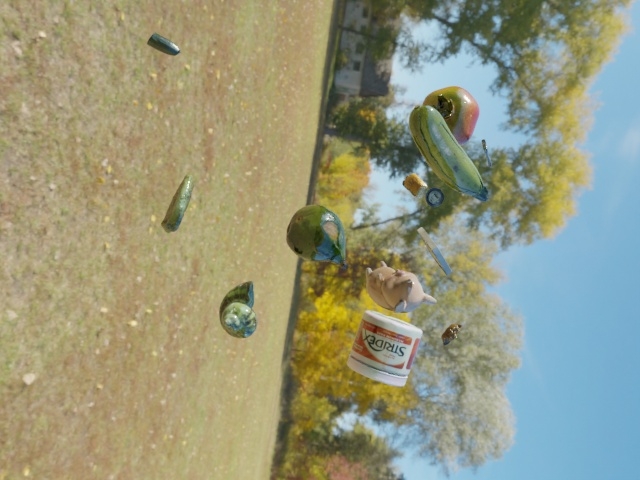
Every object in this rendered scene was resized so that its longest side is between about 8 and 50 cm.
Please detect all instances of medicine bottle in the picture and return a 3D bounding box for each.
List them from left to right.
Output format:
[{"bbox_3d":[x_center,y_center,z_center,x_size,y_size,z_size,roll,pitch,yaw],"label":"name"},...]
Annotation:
[{"bbox_3d":[0.261,0.432,2.126,0.252,0.252,0.241,95,14,-88],"label":"medicine bottle"}]

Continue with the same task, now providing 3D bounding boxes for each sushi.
[{"bbox_3d":[0.585,0.417,2.334,0.118,0.061,0.060,-62,-142,15],"label":"sushi"}]

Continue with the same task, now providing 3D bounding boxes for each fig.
[{"bbox_3d":[0.000,0.000,1.775,0.245,0.195,0.195,52,19,-19],"label":"fig"}]

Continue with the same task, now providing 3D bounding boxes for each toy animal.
[{"bbox_3d":[0.260,0.175,1.838,0.250,0.166,0.154,25,-41,62],"label":"toy animal"}]

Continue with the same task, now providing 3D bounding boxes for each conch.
[{"bbox_3d":[-0.276,0.235,1.762,0.181,0.124,0.187,-146,-120,-73],"label":"conch"}]

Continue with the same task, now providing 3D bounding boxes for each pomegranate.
[{"bbox_3d":[0.458,-0.452,1.893,0.256,0.221,0.221,15,83,-66],"label":"pomegranate"}]

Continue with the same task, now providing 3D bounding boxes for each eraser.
[{"bbox_3d":[0.359,0.033,1.652,0.150,0.023,0.104,50,8,-43],"label":"eraser"}]

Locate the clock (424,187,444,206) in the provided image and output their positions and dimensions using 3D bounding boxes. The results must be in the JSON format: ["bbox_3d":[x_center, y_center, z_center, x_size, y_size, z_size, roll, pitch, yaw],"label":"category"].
[{"bbox_3d":[0.491,-0.186,2.262,0.017,0.085,0.085,-156,-105,-83],"label":"clock"}]

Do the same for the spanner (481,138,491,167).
[{"bbox_3d":[0.631,-0.328,1.988,0.254,0.015,0.054,17,61,-67],"label":"spanner"}]

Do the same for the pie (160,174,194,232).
[{"bbox_3d":[-0.613,-0.157,2.288,0.277,0.078,0.277,-50,-156,32],"label":"pie"}]

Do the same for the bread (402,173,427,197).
[{"bbox_3d":[0.380,-0.226,2.123,0.072,0.053,0.106,-51,-135,16],"label":"bread"}]

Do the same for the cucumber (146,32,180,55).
[{"bbox_3d":[-0.510,-0.638,1.718,0.048,0.105,0.048,-58,-164,27],"label":"cucumber"}]

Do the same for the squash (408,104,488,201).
[{"bbox_3d":[0.322,-0.201,1.322,0.094,0.341,0.094,-33,-151,22],"label":"squash"}]
